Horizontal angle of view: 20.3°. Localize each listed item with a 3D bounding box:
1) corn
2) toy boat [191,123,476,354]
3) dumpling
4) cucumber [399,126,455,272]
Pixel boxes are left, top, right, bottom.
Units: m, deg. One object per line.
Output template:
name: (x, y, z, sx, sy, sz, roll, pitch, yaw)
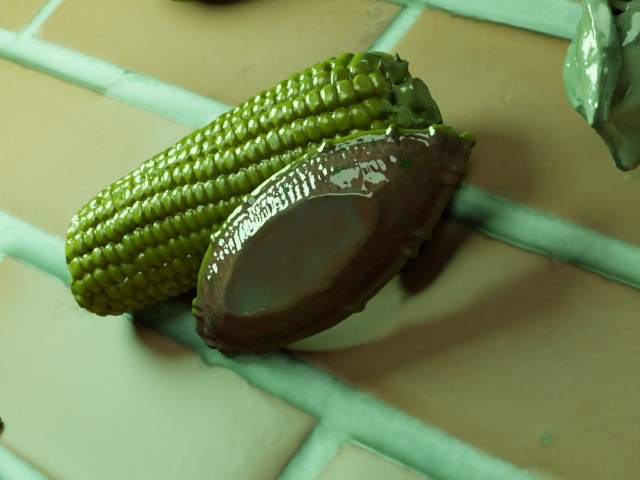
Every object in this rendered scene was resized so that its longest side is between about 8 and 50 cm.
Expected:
corn: (-0.072, -0.052, 1.653, 0.387, 0.144, 0.144, -25, 41, 15)
toy boat: (-0.004, 0.002, 1.543, 0.318, 0.141, 0.099, -37, -2, 23)
dumpling: (0.260, -0.160, 1.500, 0.118, 0.136, 0.199, -2, 62, 29)
cucumber: (0.086, -0.024, 1.578, 0.039, 0.039, 0.168, 9, 65, 43)
